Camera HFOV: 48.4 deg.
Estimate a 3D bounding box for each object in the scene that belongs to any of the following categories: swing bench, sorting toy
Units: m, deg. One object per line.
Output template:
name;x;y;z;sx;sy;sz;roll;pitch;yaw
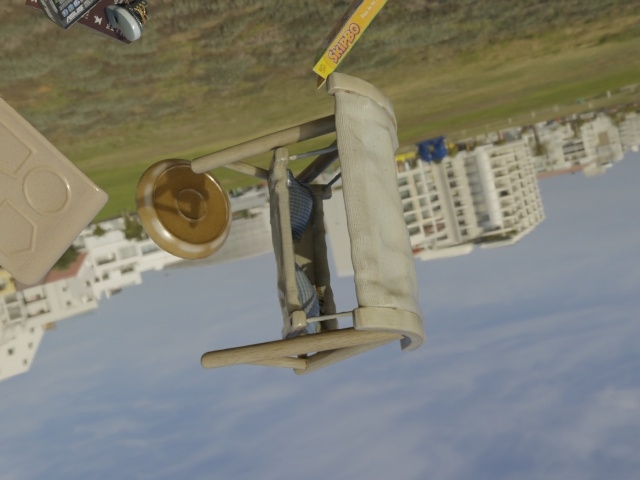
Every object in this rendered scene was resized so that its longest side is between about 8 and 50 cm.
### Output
swing bench;0.000;0.000;0.775;0.165;0.253;0.255;13;155;-43
sorting toy;-0.416;-0.067;0.961;0.193;0.208;0.038;-44;-169;19

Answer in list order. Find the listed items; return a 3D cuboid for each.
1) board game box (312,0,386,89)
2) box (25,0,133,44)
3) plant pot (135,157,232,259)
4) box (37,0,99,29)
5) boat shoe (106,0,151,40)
board game box;0.065;-0.356;1.105;0.259;0.039;0.124;-52;-166;24
box;-0.559;-0.596;1.719;0.167;0.168;0.203;22;-173;25
plant pot;-0.288;-0.075;1.556;0.236;0.236;0.032;-18;174;-44
box;-0.452;-0.573;1.370;0.270;0.060;0.216;-49;161;-17
boat shoe;-0.401;-0.488;1.543;0.083;0.065;0.183;-26;-142;-18
